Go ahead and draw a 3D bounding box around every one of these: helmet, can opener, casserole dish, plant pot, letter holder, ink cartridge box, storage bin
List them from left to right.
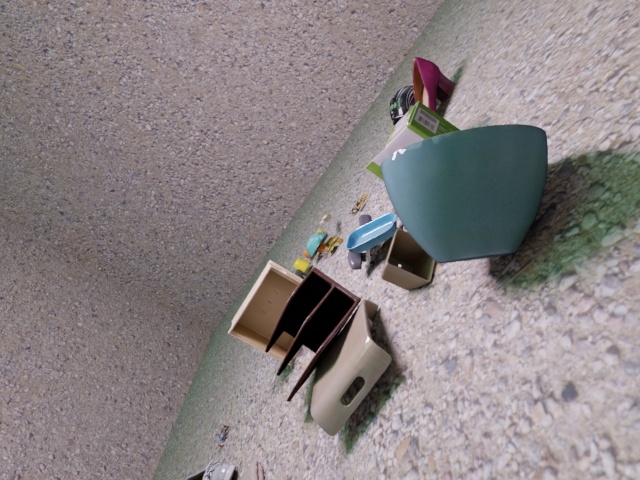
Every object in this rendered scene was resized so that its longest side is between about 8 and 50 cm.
[{"bbox_3d":[-0.133,0.248,1.605,0.262,0.260,0.123,-58,13,2],"label":"storage bin"},{"bbox_3d":[-0.053,0.260,1.242,0.214,0.152,0.302,-47,-13,-44],"label":"letter holder"},{"bbox_3d":[0.138,-0.004,1.532,0.280,0.093,0.074,-77,-17,-62],"label":"can opener"},{"bbox_3d":[0.156,-0.018,1.403,0.188,0.037,0.114,-27,23,25],"label":"casserole dish"},{"bbox_3d":[0.202,0.056,1.123,0.096,0.109,0.109,118,176,-55],"label":"plant pot"},{"bbox_3d":[0.354,-0.522,1.833,0.169,0.169,0.162,151,131,-67],"label":"helmet"},{"bbox_3d":[0.274,-0.255,1.379,0.255,0.188,0.097,-39,23,58],"label":"ink cartridge box"},{"bbox_3d":[0.266,-0.064,0.848,0.290,0.290,0.196,155,109,-69],"label":"plant pot"}]

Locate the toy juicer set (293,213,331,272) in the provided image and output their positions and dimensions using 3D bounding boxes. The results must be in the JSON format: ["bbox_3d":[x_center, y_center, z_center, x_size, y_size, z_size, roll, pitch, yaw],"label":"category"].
[{"bbox_3d":[0.000,0.000,2.138,0.329,0.089,0.209,-60,-4,35],"label":"toy juicer set"}]

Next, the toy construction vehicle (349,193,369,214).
[{"bbox_3d":[0.165,-0.150,1.958,0.098,0.035,0.086,-57,1,-4],"label":"toy construction vehicle"}]

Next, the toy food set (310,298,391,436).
[{"bbox_3d":[0.080,0.286,1.111,0.220,0.092,0.306,-56,4,11],"label":"toy food set"}]

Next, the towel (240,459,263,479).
[{"bbox_3d":[-0.201,0.722,1.220,0.187,0.049,0.282,-57,11,0],"label":"towel"}]

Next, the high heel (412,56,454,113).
[{"bbox_3d":[0.343,-0.480,1.681,0.127,0.181,0.377,-36,25,61],"label":"high heel"}]

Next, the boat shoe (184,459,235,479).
[{"bbox_3d":[-0.378,0.811,1.572,0.320,0.103,0.118,-46,17,46],"label":"boat shoe"}]

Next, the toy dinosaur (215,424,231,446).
[{"bbox_3d":[-0.385,0.783,1.879,0.090,0.047,0.082,73,-150,-61],"label":"toy dinosaur"}]

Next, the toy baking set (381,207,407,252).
[{"bbox_3d":[0.250,-0.065,1.403,0.256,0.030,0.197,125,164,-44],"label":"toy baking set"}]

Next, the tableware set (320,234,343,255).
[{"bbox_3d":[0.054,0.021,2.000,0.104,0.024,0.154,-59,10,-20],"label":"tableware set"}]

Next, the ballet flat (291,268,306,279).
[{"bbox_3d":[-0.131,0.211,2.086,0.280,0.096,0.095,-37,28,57],"label":"ballet flat"}]
